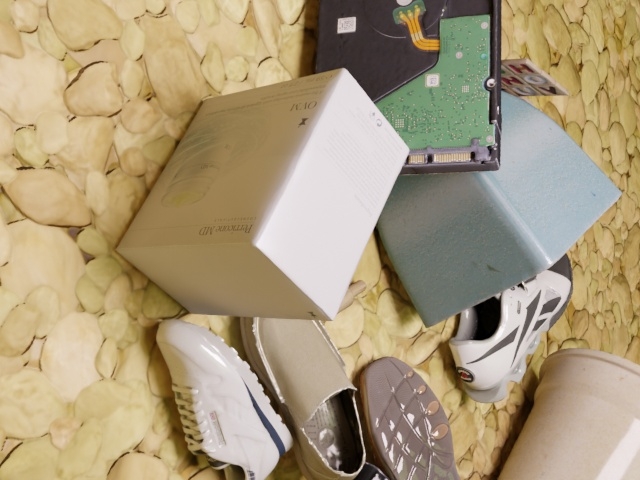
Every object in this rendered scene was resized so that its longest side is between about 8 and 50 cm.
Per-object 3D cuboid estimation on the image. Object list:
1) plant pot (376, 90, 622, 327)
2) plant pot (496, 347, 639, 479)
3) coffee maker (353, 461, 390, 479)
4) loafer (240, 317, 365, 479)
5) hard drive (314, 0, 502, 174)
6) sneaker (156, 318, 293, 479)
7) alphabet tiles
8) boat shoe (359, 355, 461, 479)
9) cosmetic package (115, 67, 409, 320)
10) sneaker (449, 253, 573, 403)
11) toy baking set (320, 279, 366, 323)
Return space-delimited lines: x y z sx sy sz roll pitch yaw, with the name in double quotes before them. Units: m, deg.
"plant pot" 0.218 -0.070 1.182 0.248 0.247 0.252 -33 88 -42
"plant pot" 0.431 0.399 1.349 0.305 0.334 0.333 -46 121 -25
"coffee maker" 0.019 0.363 1.030 0.178 0.120 0.171 -47 120 -38
"loafer" -0.008 0.168 0.987 0.102 0.092 0.268 -26 96 -30
"hard drive" 0.113 -0.251 1.065 0.064 0.237 0.338 35 56 -67
"sneaker" -0.118 0.187 0.925 0.095 0.090 0.235 -45 118 -27
"alphabet tiles" 0.222 -0.229 1.189 0.198 0.237 0.009 20 82 -44
"boat shoe" 0.123 0.322 1.150 0.123 0.116 0.324 -15 80 -30
"cosmetic package" -0.062 -0.044 0.889 0.138 0.224 0.224 45 57 -36
"sneaker" 0.309 0.091 1.347 0.330 0.122 0.146 -55 127 -33
"toy baking set" 0.001 0.007 1.093 0.256 0.030 0.196 -22 104 -45
